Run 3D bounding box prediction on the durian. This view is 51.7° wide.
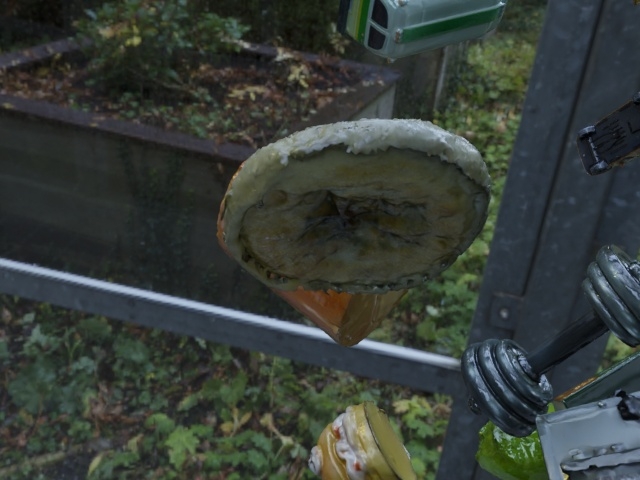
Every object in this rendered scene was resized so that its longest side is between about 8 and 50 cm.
[{"bbox_3d":[0.485,0.454,1.416,0.256,0.204,0.340,-11,-17,32],"label":"durian"}]

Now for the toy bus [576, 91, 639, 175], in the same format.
[{"bbox_3d":[0.525,-0.180,1.108,0.088,0.083,0.194,-7,-15,-23],"label":"toy bus"}]

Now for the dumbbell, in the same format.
[{"bbox_3d":[0.399,0.166,1.070,0.179,0.406,0.179,35,27,-21],"label":"dumbbell"}]

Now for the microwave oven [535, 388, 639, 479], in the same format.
[{"bbox_3d":[0.472,0.272,0.606,0.432,0.374,0.236,-22,43,22],"label":"microwave oven"}]

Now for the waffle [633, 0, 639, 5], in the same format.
[{"bbox_3d":[0.396,-0.386,0.830,0.042,0.148,0.102,-11,37,36],"label":"waffle"}]

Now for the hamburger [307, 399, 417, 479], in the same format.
[{"bbox_3d":[0.098,0.583,1.738,0.237,0.276,0.276,-33,25,11],"label":"hamburger"}]

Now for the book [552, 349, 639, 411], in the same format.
[{"bbox_3d":[0.580,0.317,1.118,0.371,0.260,0.043,-19,-10,-26],"label":"book"}]

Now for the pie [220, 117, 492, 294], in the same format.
[{"bbox_3d":[0.037,-0.018,0.651,0.274,0.274,0.055,1,56,-9],"label":"pie"}]

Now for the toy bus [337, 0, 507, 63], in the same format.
[{"bbox_3d":[0.182,-0.403,1.114,0.276,0.133,0.164,-21,53,-24],"label":"toy bus"}]

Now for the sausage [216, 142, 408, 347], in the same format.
[{"bbox_3d":[0.000,0.000,1.085,0.287,0.233,0.233,37,38,24],"label":"sausage"}]
